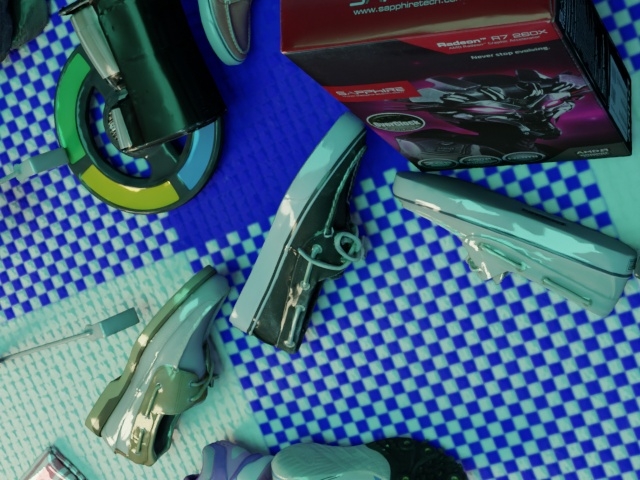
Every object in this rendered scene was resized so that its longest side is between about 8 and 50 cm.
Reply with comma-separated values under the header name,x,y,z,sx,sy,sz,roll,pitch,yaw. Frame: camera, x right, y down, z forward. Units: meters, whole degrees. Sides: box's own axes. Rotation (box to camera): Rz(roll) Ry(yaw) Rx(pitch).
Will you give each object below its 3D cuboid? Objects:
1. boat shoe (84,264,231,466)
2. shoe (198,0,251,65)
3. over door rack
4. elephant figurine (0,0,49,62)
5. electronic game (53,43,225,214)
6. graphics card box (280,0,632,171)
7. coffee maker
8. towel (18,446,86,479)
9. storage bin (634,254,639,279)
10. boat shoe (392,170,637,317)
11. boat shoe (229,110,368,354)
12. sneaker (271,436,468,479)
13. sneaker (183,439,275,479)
name,x,y,z,sx,sy,sz,roll,pitch,yaw
boat shoe,-0.176,0.156,1.471,0.103,0.113,0.302,40,125,8
shoe,-0.090,-0.288,1.342,0.081,0.063,0.178,-9,96,28
over door rack,-0.415,0.047,1.525,0.324,0.108,0.239,-20,96,32
elephant figurine,-0.415,-0.275,1.453,0.169,0.186,0.239,-25,107,-16
electronic game,-0.218,-0.143,1.442,0.229,0.048,0.229,6,105,22
graphics card box,0.141,-0.159,1.110,0.233,0.371,0.094,-3,77,22
coffee maker,-0.177,-0.199,1.315,0.171,0.120,0.178,-13,105,47
towel,-0.339,0.389,1.637,0.197,0.029,0.144,44,114,8
storage bin,0.374,0.003,1.208,0.091,0.098,0.135,24,111,27
boat shoe,0.194,0.003,1.283,0.267,0.096,0.088,20,106,8
boat shoe,-0.002,0.002,1.352,0.105,0.113,0.306,30,116,6
sneaker,0.059,0.283,1.422,0.237,0.085,0.086,0,129,20
sneaker,-0.137,0.345,1.512,0.104,0.095,0.236,31,108,20
